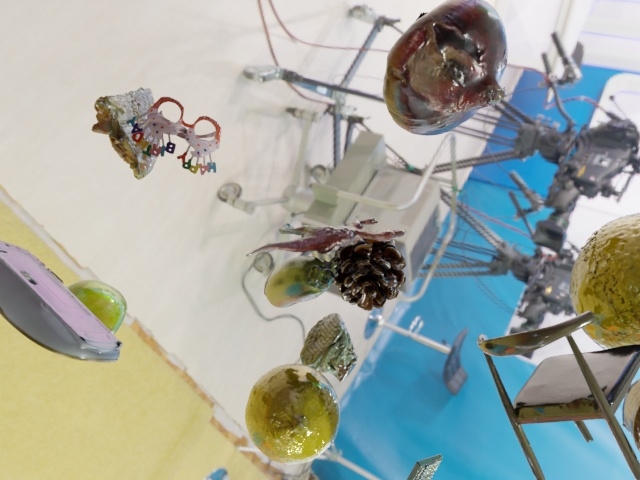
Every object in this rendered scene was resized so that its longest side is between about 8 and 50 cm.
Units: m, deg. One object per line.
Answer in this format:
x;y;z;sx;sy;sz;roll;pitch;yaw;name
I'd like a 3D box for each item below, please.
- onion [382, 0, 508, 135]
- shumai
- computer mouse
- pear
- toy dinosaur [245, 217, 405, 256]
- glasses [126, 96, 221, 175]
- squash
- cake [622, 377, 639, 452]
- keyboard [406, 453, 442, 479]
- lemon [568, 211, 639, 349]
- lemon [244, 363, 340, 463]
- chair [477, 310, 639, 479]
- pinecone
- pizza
0.254;-0.309;1.077;0.272;0.195;0.272;-25;136;-27;onion
0.049;0.308;1.654;0.142;0.184;0.184;40;68;-24;shumai
-0.472;0.113;0.986;0.072;0.310;0.158;-51;164;-1;computer mouse
-0.656;0.206;1.611;0.219;0.187;0.188;-30;135;-67;pear
0.000;0.000;0.970;0.242;0.167;0.053;-11;103;-36;toy dinosaur
-0.379;-0.267;1.517;0.095;0.255;0.162;-31;-142;66;glasses
-0.042;0.074;1.044;0.087;0.087;0.331;-60;-168;-18;squash
0.675;0.357;1.066;0.178;0.185;0.208;-49;147;-65;cake
0.151;0.424;0.965;0.055;0.014;0.176;-4;126;-36;keyboard
0.556;0.077;0.967;0.310;0.257;0.258;-31;135;-55;lemon
-0.050;0.317;1.060;0.178;0.178;0.203;-64;-173;-11;lemon
0.365;0.213;0.825;0.166;0.188;0.272;-32;94;-39;chair
0.096;0.065;1.160;0.173;0.173;0.174;-42;143;-43;pinecone
-0.514;-0.303;1.515;0.228;0.081;0.290;36;45;-61;pizza
